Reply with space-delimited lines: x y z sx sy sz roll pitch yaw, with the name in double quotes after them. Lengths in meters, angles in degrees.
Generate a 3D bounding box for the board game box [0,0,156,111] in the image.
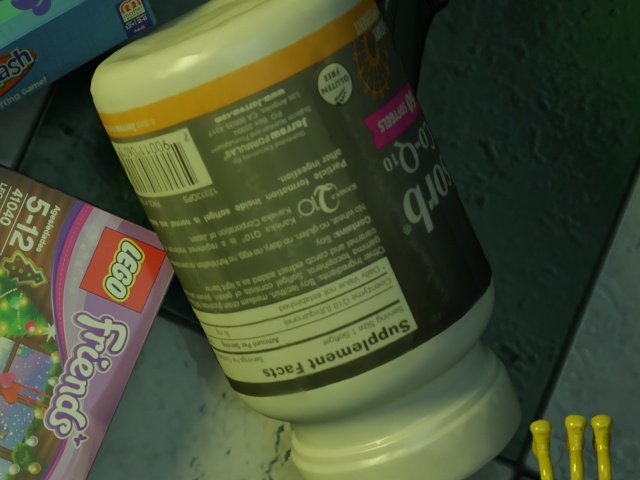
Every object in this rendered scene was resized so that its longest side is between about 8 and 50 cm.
-0.221 -0.129 0.941 0.210 0.047 0.160 -33 55 -10 "board game box"

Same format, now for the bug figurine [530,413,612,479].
0.105 0.226 0.920 0.216 0.072 0.279 -7 126 4 "bug figurine"

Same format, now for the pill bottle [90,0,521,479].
0.000 0.000 0.929 0.162 0.162 0.278 -28 106 -10 "pill bottle"

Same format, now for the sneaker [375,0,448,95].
0.064 -0.190 1.004 0.106 0.101 0.267 5 92 -21 "sneaker"

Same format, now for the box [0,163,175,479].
-0.225 0.097 0.958 0.201 0.057 0.293 23 82 -7 "box"
